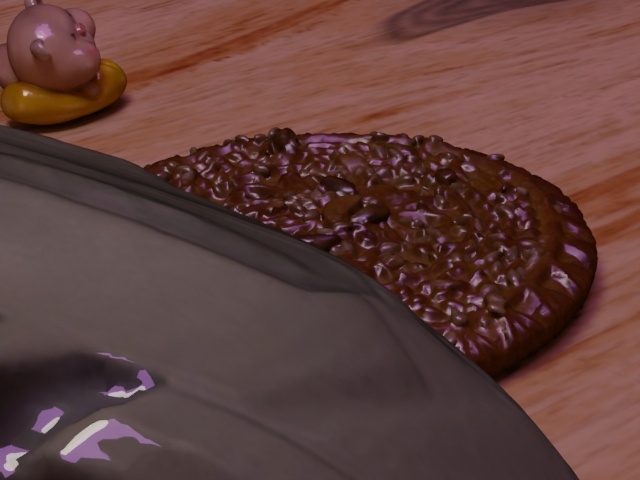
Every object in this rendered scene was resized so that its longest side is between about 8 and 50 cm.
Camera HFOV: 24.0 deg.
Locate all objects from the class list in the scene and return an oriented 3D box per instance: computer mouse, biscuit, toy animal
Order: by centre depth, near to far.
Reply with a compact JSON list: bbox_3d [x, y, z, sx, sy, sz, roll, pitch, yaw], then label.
[{"bbox_3d":[-0.055,0.053,0.422,0.429,0.145,0.228,31,15,-4],"label":"computer mouse"},{"bbox_3d":[0.000,0.000,0.828,0.305,0.038,0.305,-1,27,1],"label":"biscuit"},{"bbox_3d":[-0.184,-0.134,1.057,0.091,0.082,0.114,-8,27,-15],"label":"toy animal"}]
